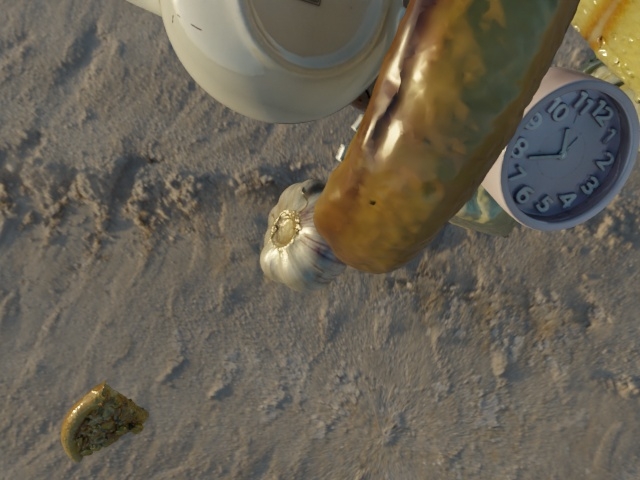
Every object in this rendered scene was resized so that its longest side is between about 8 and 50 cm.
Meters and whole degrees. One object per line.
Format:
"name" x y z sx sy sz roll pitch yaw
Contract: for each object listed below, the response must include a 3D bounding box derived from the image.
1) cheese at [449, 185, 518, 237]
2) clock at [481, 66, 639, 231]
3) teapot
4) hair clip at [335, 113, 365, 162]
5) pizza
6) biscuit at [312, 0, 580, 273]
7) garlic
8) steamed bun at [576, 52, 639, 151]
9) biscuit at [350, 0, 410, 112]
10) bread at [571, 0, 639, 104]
"cheese" 0.305 -0.102 1.491 0.318 0.326 0.115 22 93 40
"clock" 0.296 -0.113 0.837 0.196 0.197 0.068 -28 31 -3
"teapot" -0.019 -0.203 0.581 0.165 0.299 0.209 3 85 51
"hair clip" 0.102 -0.158 1.040 0.056 0.146 0.187 38 110 49
"pizza" -0.322 0.277 1.002 0.178 0.130 0.041 -50 45 23
"biscuit" 0.088 -0.112 0.411 0.091 0.213 0.274 28 73 -2
"garlic" 0.000 0.000 1.480 0.245 0.253 0.245 -12 71 38
"steamed bun" 0.645 -0.306 1.336 0.275 0.206 0.320 -20 41 -39
"biscuit" 0.093 -0.470 1.393 0.091 0.407 0.408 -1 73 27
"bread" 0.492 -0.385 0.908 0.404 0.242 0.346 -31 71 -25
